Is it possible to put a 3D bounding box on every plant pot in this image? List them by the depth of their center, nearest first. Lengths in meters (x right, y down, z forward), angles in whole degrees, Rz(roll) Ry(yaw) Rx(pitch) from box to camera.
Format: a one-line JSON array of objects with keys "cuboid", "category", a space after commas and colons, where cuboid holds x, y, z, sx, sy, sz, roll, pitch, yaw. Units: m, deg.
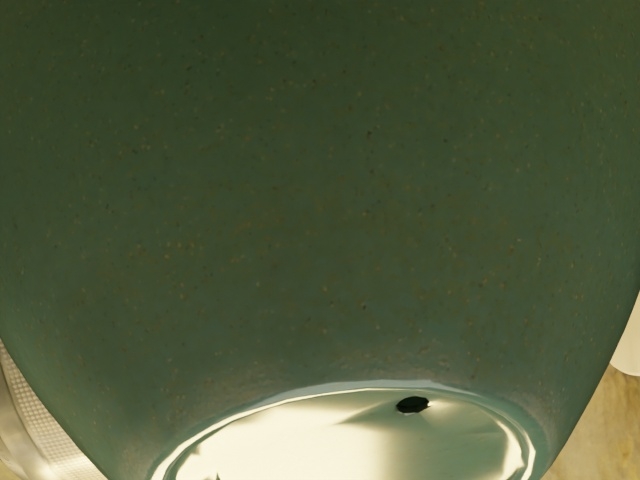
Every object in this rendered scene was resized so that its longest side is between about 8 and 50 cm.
[{"cuboid": [0.000, 0.000, 0.495, 0.290, 0.195, 0.290, -5, 145, -4], "category": "plant pot"}]

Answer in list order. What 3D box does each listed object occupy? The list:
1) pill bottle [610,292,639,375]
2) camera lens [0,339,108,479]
[{"cuboid": [0.417, -0.008, 1.082, 0.408, 0.229, 0.229, -8, 170, -17], "category": "pill bottle"}, {"cuboid": [-0.064, 0.024, 0.794, 0.274, 0.219, 0.219, -13, 170, 12], "category": "camera lens"}]
